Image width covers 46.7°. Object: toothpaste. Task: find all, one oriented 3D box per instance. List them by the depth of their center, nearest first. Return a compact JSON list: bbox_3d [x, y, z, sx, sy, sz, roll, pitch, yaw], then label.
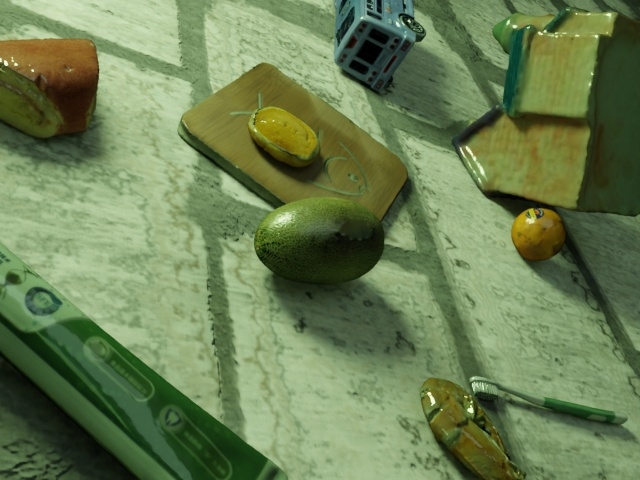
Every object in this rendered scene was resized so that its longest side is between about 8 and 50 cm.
[{"bbox_3d":[-0.191,0.099,0.593,0.392,0.061,0.099,41,36,0],"label":"toothpaste"}]

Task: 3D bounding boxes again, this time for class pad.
[{"bbox_3d":[-0.019,-0.124,1.014,0.284,0.018,0.286,36,36,0],"label":"pad"}]

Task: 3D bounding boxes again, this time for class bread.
[{"bbox_3d":[-0.294,-0.170,0.793,0.119,0.067,0.192,46,37,12],"label":"bread"},{"bbox_3d":[-0.047,-0.137,0.971,0.110,0.024,0.110,23,38,-19],"label":"bread"}]

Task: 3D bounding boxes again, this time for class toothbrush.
[{"bbox_3d":[0.286,0.201,0.912,0.257,0.018,0.024,17,44,-26],"label":"toothbrush"}]

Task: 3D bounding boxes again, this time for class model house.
[{"bbox_3d":[0.380,-0.211,1.219,0.245,0.312,0.280,-1,13,-37],"label":"model house"}]

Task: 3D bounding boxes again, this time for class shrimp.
[{"bbox_3d":[0.172,0.219,0.789,0.180,0.041,0.099,50,23,19],"label":"shrimp"}]

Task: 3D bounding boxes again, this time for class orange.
[{"bbox_3d":[0.332,-0.009,1.131,0.083,0.083,0.083,23,38,-19],"label":"orange"}]

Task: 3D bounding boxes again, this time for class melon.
[{"bbox_3d":[0.000,0.000,0.827,0.162,0.099,0.099,0,50,-36],"label":"melon"}]

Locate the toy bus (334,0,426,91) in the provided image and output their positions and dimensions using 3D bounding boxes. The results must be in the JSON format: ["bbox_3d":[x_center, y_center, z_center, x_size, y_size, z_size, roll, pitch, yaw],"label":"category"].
[{"bbox_3d":[0.096,-0.400,1.326,0.133,0.125,0.292,24,39,-17],"label":"toy bus"}]
